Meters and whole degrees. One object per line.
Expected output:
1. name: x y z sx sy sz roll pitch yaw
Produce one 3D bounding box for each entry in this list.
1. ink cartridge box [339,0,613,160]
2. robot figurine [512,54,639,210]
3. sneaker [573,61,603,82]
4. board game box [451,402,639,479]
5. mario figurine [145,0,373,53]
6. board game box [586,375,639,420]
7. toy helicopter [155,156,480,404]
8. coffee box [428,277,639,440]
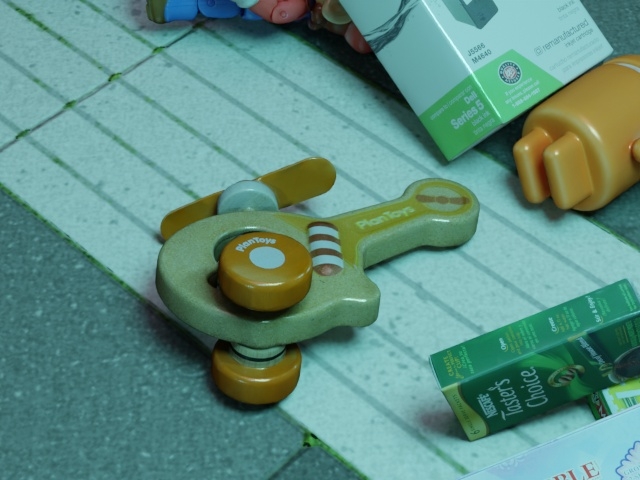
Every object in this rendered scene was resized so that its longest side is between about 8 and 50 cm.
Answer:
1. ink cartridge box: 0.152 -0.255 1.372 0.198 0.115 0.273 -33 89 -33
2. robot figurine: 0.299 -0.116 1.337 0.219 0.158 0.128 -33 79 -26
3. sneaker: 0.226 -0.303 1.489 0.090 0.145 0.270 -31 57 -26
4. board game box: 0.198 0.309 0.964 0.319 0.066 0.318 -20 52 -7
5. mario figurine: -0.037 -0.325 1.480 0.321 0.170 0.198 3 61 6
6. board game box: 0.409 0.141 1.167 0.317 0.046 0.213 -9 50 -10
7. toy helicopter: 0.000 0.000 1.250 0.355 0.140 0.235 -18 41 -31
8. coffee box: 0.196 0.107 1.109 0.184 0.113 0.040 -22 53 6
